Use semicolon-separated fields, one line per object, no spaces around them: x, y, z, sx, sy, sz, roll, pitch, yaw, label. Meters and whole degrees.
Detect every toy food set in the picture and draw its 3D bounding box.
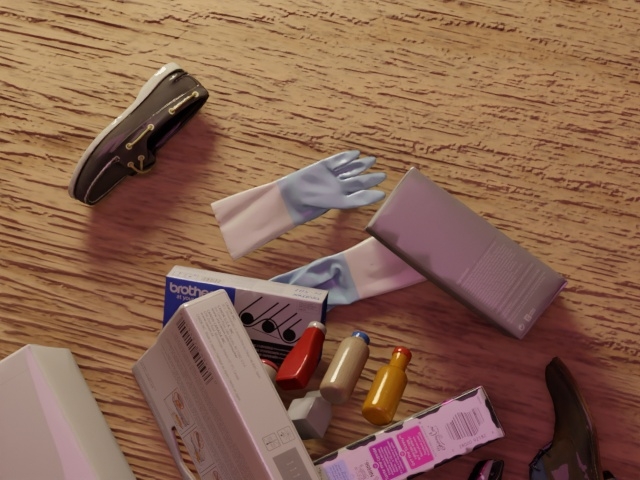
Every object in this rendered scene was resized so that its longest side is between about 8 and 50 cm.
-0.005;0.172;1.823;0.232;0.111;0.104;-13;36;40;toy food set

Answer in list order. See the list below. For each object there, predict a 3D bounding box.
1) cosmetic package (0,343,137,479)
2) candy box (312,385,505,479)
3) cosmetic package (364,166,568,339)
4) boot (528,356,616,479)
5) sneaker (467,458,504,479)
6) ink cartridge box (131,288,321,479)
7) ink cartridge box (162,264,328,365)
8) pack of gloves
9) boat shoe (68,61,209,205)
-0.340;0.334;1.840;0.197;0.155;0.365;-32;81;5;cosmetic package
0.108;0.256;1.788;0.233;0.159;0.071;-26;81;3;candy box
0.175;0.016;1.812;0.238;0.127;0.107;39;89;-2;cosmetic package
0.294;0.260;1.803;0.106;0.082;0.219;-20;82;2;boot
0.213;0.360;1.815;0.077;0.072;0.178;11;92;-3;sneaker
-0.117;0.238;1.803;0.066;0.261;0.296;-22;79;-27;ink cartridge box
-0.098;0.099;1.876;0.207;0.046;0.097;9;110;9;ink cartridge box
0.000;0.000;1.907;0.232;0.046;0.195;-21;92;6;pack of gloves
-0.241;-0.131;1.926;0.069;0.081;0.227;38;86;15;boat shoe
